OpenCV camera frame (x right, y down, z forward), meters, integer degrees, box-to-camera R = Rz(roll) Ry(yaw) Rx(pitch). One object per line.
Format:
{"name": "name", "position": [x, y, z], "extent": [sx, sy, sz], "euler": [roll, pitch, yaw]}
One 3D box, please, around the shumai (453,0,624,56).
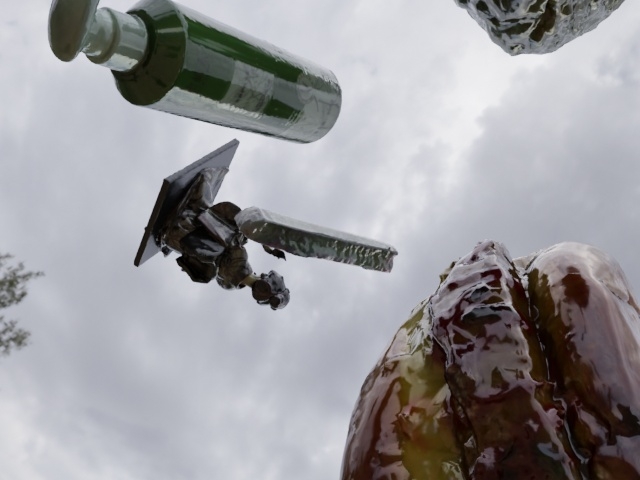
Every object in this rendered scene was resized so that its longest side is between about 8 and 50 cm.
{"name": "shumai", "position": [0.145, -0.272, 0.458], "extent": [0.222, 0.260, 0.225], "euler": [43, -61, 26]}

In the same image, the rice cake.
{"name": "rice cake", "position": [0.000, 0.000, 0.685], "extent": [0.047, 0.206, 0.036], "euler": [27, -79, 53]}

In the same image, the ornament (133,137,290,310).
{"name": "ornament", "position": [-0.107, 0.010, 0.813], "extent": [0.196, 0.153, 0.166], "euler": [39, -51, 8]}

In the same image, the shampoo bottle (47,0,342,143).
{"name": "shampoo bottle", "position": [-0.064, -0.103, 0.378], "extent": [0.065, 0.204, 0.065], "euler": [-1, -91, 34]}

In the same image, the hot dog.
{"name": "hot dog", "position": [0.132, 0.170, 0.359], "extent": [0.185, 0.406, 0.223], "euler": [-29, -38, 26]}
